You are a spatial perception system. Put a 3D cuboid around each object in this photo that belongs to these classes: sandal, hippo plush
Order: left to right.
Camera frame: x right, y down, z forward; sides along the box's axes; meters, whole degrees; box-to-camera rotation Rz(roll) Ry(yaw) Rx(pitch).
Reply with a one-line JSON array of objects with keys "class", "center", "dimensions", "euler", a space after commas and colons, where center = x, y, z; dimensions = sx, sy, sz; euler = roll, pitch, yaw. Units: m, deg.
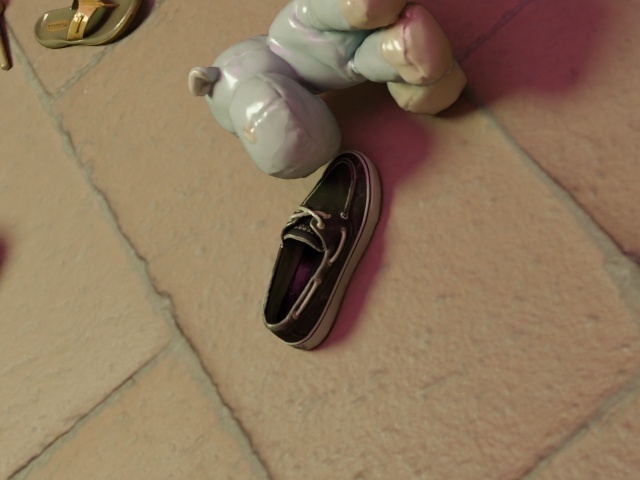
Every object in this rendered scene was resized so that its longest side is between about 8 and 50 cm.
[{"class": "sandal", "center": [-0.311, -0.291, 1.638], "dimensions": [0.180, 0.049, 0.072], "euler": [-4, 65, 30]}, {"class": "hippo plush", "center": [-0.024, -0.201, 1.286], "dimensions": [0.236, 0.234, 0.294], "euler": [-37, 54, 4]}]

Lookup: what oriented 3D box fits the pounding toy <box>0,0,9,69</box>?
[{"class": "pounding toy", "center": [-0.515, -0.263, 1.723], "dimensions": [0.181, 0.094, 0.206], "euler": [13, 75, 36]}]

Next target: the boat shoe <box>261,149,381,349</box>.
[{"class": "boat shoe", "center": [0.000, 0.000, 1.285], "dimensions": [0.077, 0.070, 0.219], "euler": [6, 69, 34]}]
